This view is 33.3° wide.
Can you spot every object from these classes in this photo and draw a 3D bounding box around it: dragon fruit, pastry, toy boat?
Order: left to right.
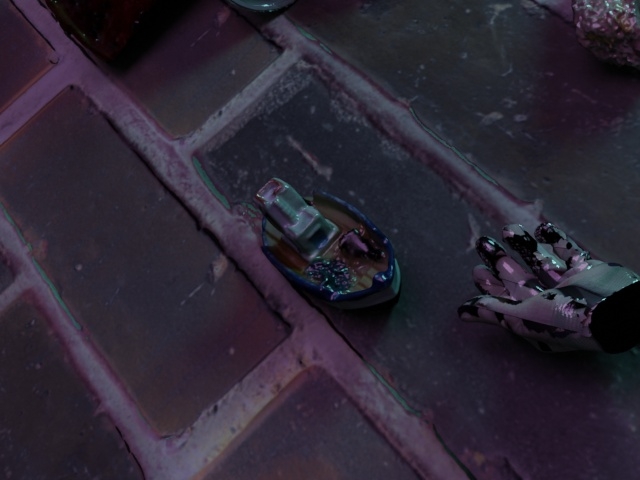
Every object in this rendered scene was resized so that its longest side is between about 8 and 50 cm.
[{"bbox_3d":[-0.314,-0.442,1.666,0.240,0.302,0.330,6,24,-3],"label":"dragon fruit"},{"bbox_3d":[0.000,0.000,1.226,0.114,0.115,0.262,-48,50,-8],"label":"toy boat"},{"bbox_3d":[0.349,-0.316,1.256,0.112,0.103,0.265,-3,60,35],"label":"pastry"}]

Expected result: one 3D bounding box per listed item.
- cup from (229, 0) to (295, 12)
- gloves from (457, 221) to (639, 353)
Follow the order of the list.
[{"bbox_3d":[-0.128,-0.483,1.597,0.203,0.203,0.288,-40,43,-1],"label":"cup"},{"bbox_3d":[0.229,0.057,1.075,0.127,0.111,0.212,-56,22,-9],"label":"gloves"}]
